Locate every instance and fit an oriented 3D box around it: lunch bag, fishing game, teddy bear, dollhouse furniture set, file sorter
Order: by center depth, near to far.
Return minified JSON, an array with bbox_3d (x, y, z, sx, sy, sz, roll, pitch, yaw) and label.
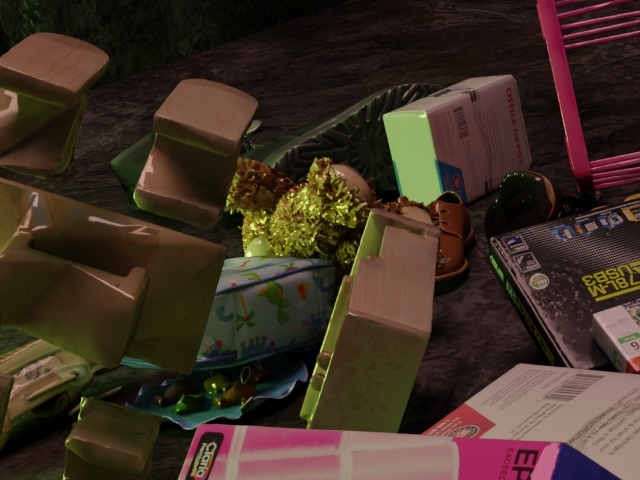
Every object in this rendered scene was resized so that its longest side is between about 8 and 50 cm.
[{"bbox_3d":[-0.111,0.044,1.399,0.394,0.362,0.256,17,19,0],"label":"dollhouse furniture set"},{"bbox_3d":[-0.106,0.140,1.606,0.264,0.041,0.189,-21,15,-29],"label":"fishing game"},{"bbox_3d":[-0.100,0.071,1.635,0.176,0.090,0.219,1,10,42],"label":"lunch bag"},{"bbox_3d":[0.000,0.000,1.734,0.338,0.245,0.113,3,66,51],"label":"teddy bear"},{"bbox_3d":[0.366,-0.175,1.888,0.182,0.202,0.291,-12,-6,10],"label":"file sorter"}]

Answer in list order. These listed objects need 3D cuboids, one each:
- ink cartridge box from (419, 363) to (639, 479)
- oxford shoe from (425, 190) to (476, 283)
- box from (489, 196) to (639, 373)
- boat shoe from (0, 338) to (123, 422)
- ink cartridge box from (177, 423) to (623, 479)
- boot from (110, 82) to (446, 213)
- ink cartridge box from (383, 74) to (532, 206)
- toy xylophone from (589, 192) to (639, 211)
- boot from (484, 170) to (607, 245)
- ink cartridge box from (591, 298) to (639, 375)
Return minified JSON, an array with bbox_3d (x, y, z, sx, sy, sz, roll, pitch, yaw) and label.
[{"bbox_3d":[0.200,0.169,1.146,0.237,0.100,0.172,2,21,42],"label":"ink cartridge box"},{"bbox_3d":[0.132,-0.002,1.871,0.076,0.076,0.212,-7,18,13],"label":"oxford shoe"},{"bbox_3d":[0.275,0.046,1.494,0.191,0.045,0.184,-14,43,-11],"label":"box"},{"bbox_3d":[-0.304,0.159,1.632,0.285,0.089,0.104,-20,-9,-35],"label":"boat shoe"},{"bbox_3d":[0.053,0.212,1.027,0.371,0.069,0.175,0,55,32],"label":"ink cartridge box"},{"bbox_3d":[-0.049,-0.131,2.386,0.367,0.146,0.445,-19,12,-32],"label":"boot"},{"bbox_3d":[0.184,-0.128,2.157,0.082,0.139,0.191,0,19,43],"label":"ink cartridge box"},{"bbox_3d":[0.366,-0.018,1.734,0.236,0.081,0.323,2,20,42],"label":"toy xylophone"},{"bbox_3d":[0.270,-0.042,1.813,0.137,0.076,0.198,-10,-8,-11],"label":"boot"},{"bbox_3d":[0.285,0.098,1.385,0.063,0.029,0.115,-17,42,-13],"label":"ink cartridge box"}]
